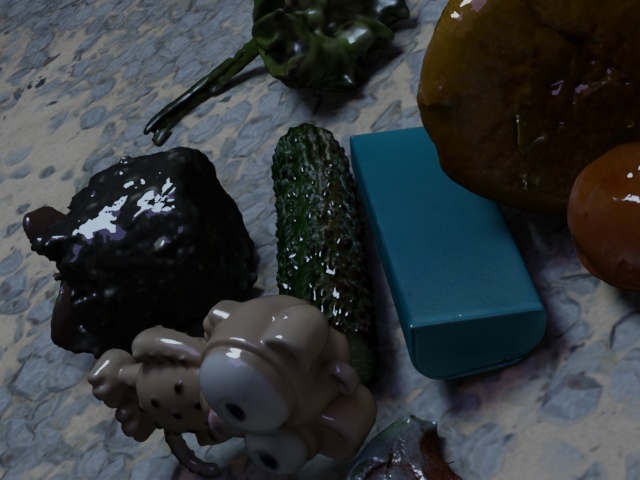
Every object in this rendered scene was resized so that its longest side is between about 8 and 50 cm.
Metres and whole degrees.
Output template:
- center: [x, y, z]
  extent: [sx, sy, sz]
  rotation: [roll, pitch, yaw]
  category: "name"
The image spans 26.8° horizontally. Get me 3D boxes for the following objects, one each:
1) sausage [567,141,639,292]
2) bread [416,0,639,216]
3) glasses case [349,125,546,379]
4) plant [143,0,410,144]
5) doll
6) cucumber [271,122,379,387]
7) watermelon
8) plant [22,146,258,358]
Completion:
- center: [0.300, -0.012, 1.023]
  extent: [0.258, 0.133, 0.133]
  rotation: [9, 54, 43]
  category: "sausage"
- center: [0.210, -0.146, 1.162]
  extent: [0.268, 0.268, 0.145]
  rotation: [-33, 19, 4]
  category: "bread"
- center: [0.107, 0.000, 1.210]
  extent: [0.117, 0.070, 0.301]
  rotation: [-8, 35, -4]
  category: "glasses case"
- center: [-0.070, -0.263, 1.595]
  extent: [0.333, 0.180, 0.251]
  rotation: [-4, 35, 41]
  category: "plant"
- center: [-0.077, 0.125, 1.110]
  extent: [0.278, 0.154, 0.119]
  rotation: [-20, 26, 46]
  category: "doll"
- center: [0.000, 0.000, 1.286]
  extent: [0.096, 0.096, 0.359]
  rotation: [-24, 34, 15]
  category: "cucumber"
- center: [0.069, 0.201, 1.018]
  extent: [0.139, 0.071, 0.187]
  rotation: [-1, 47, 33]
  category: "watermelon"
- center: [-0.193, 0.012, 1.355]
  extent: [0.234, 0.178, 0.204]
  rotation: [-16, 40, 17]
  category: "plant"
